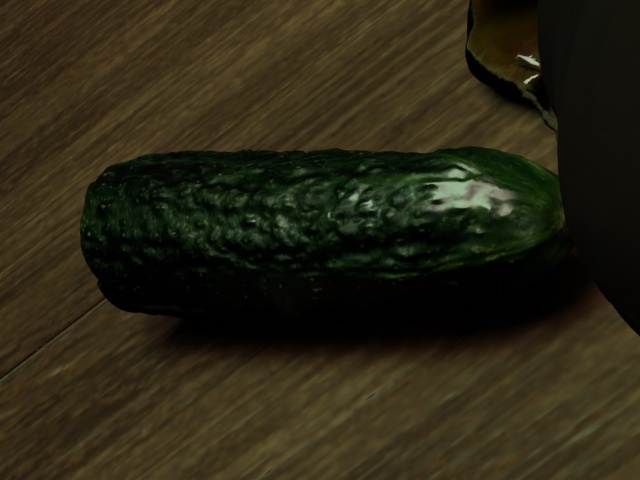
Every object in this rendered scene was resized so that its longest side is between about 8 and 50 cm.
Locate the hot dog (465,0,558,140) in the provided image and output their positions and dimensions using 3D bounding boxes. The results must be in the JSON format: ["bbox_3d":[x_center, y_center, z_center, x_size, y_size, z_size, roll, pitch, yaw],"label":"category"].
[{"bbox_3d":[0.152,-0.134,0.657,0.326,0.107,0.194,-10,39,40],"label":"hot dog"}]

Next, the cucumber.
[{"bbox_3d":[0.000,-0.001,0.705,0.241,0.074,0.074,1,51,46],"label":"cucumber"}]

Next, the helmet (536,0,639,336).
[{"bbox_3d":[0.181,-0.075,0.464,0.305,0.225,0.177,-51,23,-3],"label":"helmet"}]
